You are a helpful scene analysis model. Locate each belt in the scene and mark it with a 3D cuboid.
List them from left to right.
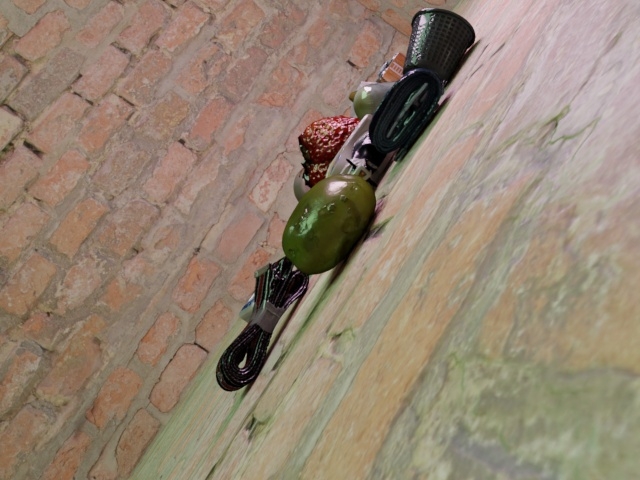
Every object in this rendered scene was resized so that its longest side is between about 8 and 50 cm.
[{"bbox_3d":[-0.139,0.194,1.337,0.094,0.126,0.359,-32,28,53],"label":"belt"},{"bbox_3d":[0.203,-0.312,1.332,0.218,0.122,0.128,-54,2,25],"label":"belt"}]

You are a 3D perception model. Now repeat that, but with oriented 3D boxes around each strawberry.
[{"bbox_3d":[0.081,-0.268,1.697,0.288,0.250,0.238,-20,1,33],"label":"strawberry"}]

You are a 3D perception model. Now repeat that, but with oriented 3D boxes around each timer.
[{"bbox_3d":[-0.186,0.195,1.904,0.178,0.078,0.253,-55,6,-23],"label":"timer"}]

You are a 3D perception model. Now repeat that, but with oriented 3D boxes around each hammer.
[{"bbox_3d":[0.156,-0.416,1.651,0.305,0.202,0.113,-144,49,-62],"label":"hammer"}]

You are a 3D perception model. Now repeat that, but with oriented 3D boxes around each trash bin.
[{"bbox_3d":[0.298,-0.486,1.457,0.175,0.175,0.161,150,142,-78],"label":"trash bin"}]

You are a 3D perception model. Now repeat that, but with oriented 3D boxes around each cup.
[{"bbox_3d":[0.025,-0.228,2.129,0.253,0.191,0.200,-40,7,-5],"label":"cup"}]

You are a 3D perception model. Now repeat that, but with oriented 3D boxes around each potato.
[{"bbox_3d":[0.018,-0.042,1.176,0.253,0.148,0.186,-60,5,-36],"label":"potato"}]

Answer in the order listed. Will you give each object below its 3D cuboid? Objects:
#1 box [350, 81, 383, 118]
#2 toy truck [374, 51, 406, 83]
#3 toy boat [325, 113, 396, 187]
[{"bbox_3d":[0.170,-0.421,1.932,0.274,0.116,0.203,-129,43,-85],"label":"box"},{"bbox_3d":[0.278,-0.564,1.993,0.136,0.162,0.305,-55,5,4],"label":"toy truck"},{"bbox_3d":[0.115,-0.206,1.458,0.269,0.141,0.141,-61,8,-34],"label":"toy boat"}]
